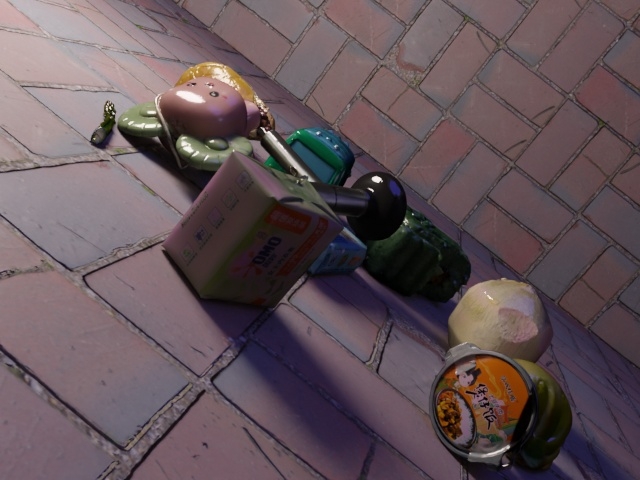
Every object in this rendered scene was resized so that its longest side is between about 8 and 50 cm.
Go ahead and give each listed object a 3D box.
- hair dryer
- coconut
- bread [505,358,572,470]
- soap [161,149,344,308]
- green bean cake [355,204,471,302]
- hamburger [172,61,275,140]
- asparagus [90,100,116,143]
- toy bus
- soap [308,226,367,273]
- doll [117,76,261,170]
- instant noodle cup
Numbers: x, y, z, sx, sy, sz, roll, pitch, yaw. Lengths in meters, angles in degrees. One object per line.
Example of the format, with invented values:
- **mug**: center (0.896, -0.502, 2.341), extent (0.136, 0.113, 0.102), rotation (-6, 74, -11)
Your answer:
- **hair dryer**: center (0.011, -0.154, 1.549), extent (0.320, 0.155, 0.284), rotation (14, 46, -45)
- **coconut**: center (0.418, 0.197, 1.631), extent (0.227, 0.230, 0.227), rotation (36, 13, -10)
- **bread**: center (0.390, 0.319, 1.342), extent (0.260, 0.156, 0.158), rotation (30, 15, -27)
- **soap**: center (-0.102, -0.010, 1.086), extent (0.182, 0.199, 0.138), rotation (18, 27, -53)
- **green bean cake**: center (0.255, 0.038, 1.861), extent (0.307, 0.169, 0.300), rotation (35, 14, -17)
- **hamburger**: center (-0.251, -0.358, 1.873), extent (0.282, 0.246, 0.155), rotation (-5, -1, 29)
- **asparagus**: center (-0.406, -0.224, 1.348), extent (0.034, 0.027, 0.236), rotation (44, 12, -24)
- **toy bus**: center (-0.022, -0.184, 1.815), extent (0.183, 0.199, 0.343), rotation (37, 13, -1)
- **soap**: center (0.000, 0.000, 1.539), extent (0.156, 0.077, 0.293), rotation (42, 14, 18)
- **doll**: center (-0.249, -0.217, 1.469), extent (0.284, 0.217, 0.268), rotation (26, 35, 22)
- **instant noodle cup**: center (0.285, 0.286, 1.202), extent (0.125, 0.177, 0.208), rotation (41, 43, -57)
